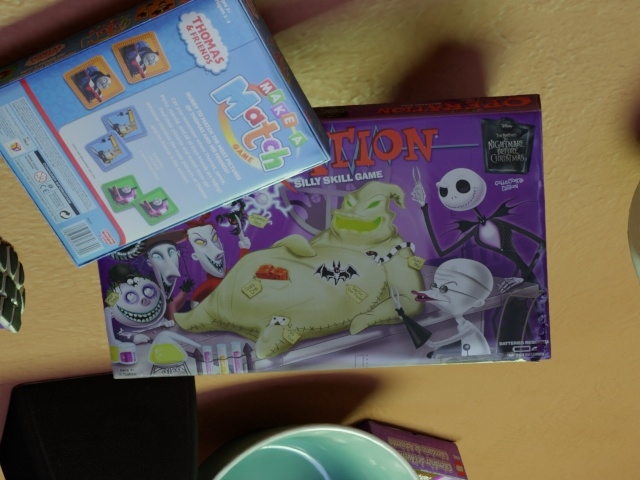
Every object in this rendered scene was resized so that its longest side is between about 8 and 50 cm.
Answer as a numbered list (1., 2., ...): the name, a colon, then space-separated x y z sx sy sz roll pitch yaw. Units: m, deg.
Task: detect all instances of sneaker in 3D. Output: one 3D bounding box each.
1. sneaker: -0.304 0.026 1.459 0.071 0.068 0.170 -10 149 24

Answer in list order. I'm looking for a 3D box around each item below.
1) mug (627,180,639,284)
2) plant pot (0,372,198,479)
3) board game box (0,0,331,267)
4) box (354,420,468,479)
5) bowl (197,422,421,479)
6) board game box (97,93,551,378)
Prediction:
1. mug: 0.478 -0.006 1.615 0.328 0.276 0.374 34 96 -30
2. plant pot: -0.219 0.250 1.811 0.187 0.167 0.188 -6 153 -19
3. board game box: -0.121 -0.086 1.264 0.211 0.039 0.160 -22 121 14
4. box: 0.011 0.323 2.207 0.293 0.057 0.201 -31 151 27
5. bowl: -0.042 0.334 1.992 0.311 0.312 0.163 -6 -166 -20
6. board game box: 0.000 0.000 1.350 0.346 0.208 0.056 -3 -162 6
